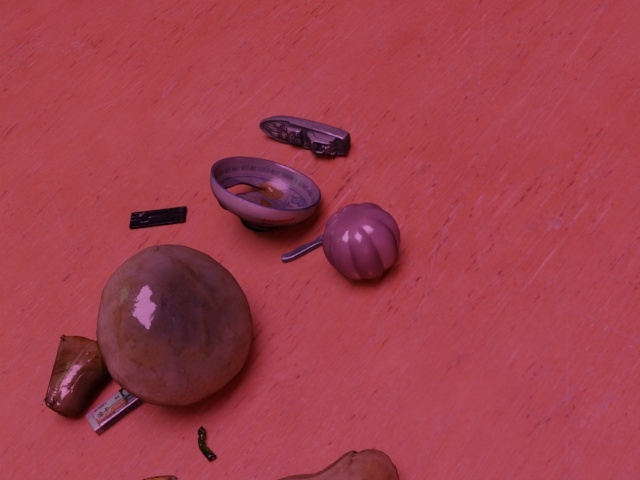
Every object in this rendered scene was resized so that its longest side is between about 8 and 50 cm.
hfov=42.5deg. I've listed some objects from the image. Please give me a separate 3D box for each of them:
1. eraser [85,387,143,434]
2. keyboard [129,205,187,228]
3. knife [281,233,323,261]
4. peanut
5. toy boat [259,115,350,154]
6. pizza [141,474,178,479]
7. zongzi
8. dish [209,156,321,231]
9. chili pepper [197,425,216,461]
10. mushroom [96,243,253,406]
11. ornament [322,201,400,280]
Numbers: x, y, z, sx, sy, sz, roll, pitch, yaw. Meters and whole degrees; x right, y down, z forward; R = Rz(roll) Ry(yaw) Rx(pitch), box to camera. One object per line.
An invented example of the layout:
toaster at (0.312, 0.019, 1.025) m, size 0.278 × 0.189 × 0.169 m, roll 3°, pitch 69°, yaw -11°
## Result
eraser at (-0.454, 0.370, 1.814) m, size 0.122 × 0.029 × 0.052 m, roll -37°, pitch 54°, yaw -12°
keyboard at (-0.421, -0.059, 2.132) m, size 0.155 × 0.010 × 0.053 m, roll -6°, pitch 54°, yaw 11°
knife at (0.000, 0.000, 1.972) m, size 0.210 × 0.015 × 0.028 m, roll -26°, pitch 47°, yaw -5°
peanut at (-0.008, 0.512, 1.517) m, size 0.340 × 0.158 × 0.174 m, roll -17°, pitch 22°, yaw -2°
toy boat at (-0.048, -0.275, 2.145) m, size 0.260 × 0.078 × 0.085 m, roll 17°, pitch 46°, yaw 23°
pizza at (-0.359, 0.534, 1.665) m, size 0.160 × 0.036 × 0.099 m, roll -26°, pitch 52°, yaw -3°
zongzi at (-0.505, 0.303, 1.842) m, size 0.197 × 0.099 × 0.194 m, roll 2°, pitch 55°, yaw 8°
dish at (-0.147, -0.088, 2.002) m, size 0.273 × 0.134 × 0.273 m, roll 15°, pitch 27°, yaw -8°
chili pepper at (-0.243, 0.426, 1.724) m, size 0.027 × 0.022 × 0.083 m, roll -47°, pitch 50°, yaw 21°
mushroom at (-0.310, 0.182, 1.766) m, size 0.352 × 0.260 × 0.352 m, roll 10°, pitch 63°, yaw -21°
ornament at (0.095, 0.007, 1.861) m, size 0.177 × 0.177 × 0.177 m, roll -7°, pitch 53°, yaw 10°
